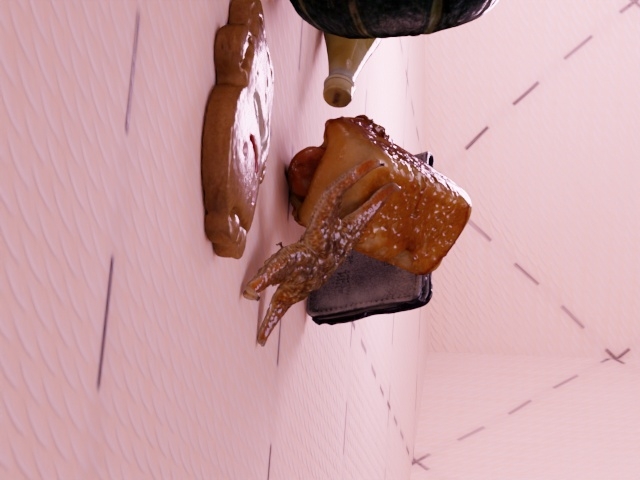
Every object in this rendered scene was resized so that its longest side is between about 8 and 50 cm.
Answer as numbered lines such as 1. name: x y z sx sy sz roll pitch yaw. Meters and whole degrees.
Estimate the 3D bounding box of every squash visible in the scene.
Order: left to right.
1. squash: 0.080 -0.308 1.698 0.252 0.252 0.165 -67 152 -70

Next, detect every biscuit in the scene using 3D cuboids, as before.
1. biscuit: -0.071 -0.104 1.428 0.184 0.035 0.249 83 12 -47

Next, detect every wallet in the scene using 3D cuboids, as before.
1. wallet: 0.065 -0.002 1.987 0.036 0.167 0.222 41 46 -49

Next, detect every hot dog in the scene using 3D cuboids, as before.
1. hot dog: 0.053 -0.058 1.836 0.257 0.153 0.150 22 100 -52

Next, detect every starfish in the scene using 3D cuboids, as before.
1. starfish: -0.002 -0.002 1.634 0.247 0.050 0.138 -51 162 -24

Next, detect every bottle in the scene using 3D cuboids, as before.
1. bottle: 0.042 -0.267 2.033 0.269 0.083 0.083 -79 168 -47
